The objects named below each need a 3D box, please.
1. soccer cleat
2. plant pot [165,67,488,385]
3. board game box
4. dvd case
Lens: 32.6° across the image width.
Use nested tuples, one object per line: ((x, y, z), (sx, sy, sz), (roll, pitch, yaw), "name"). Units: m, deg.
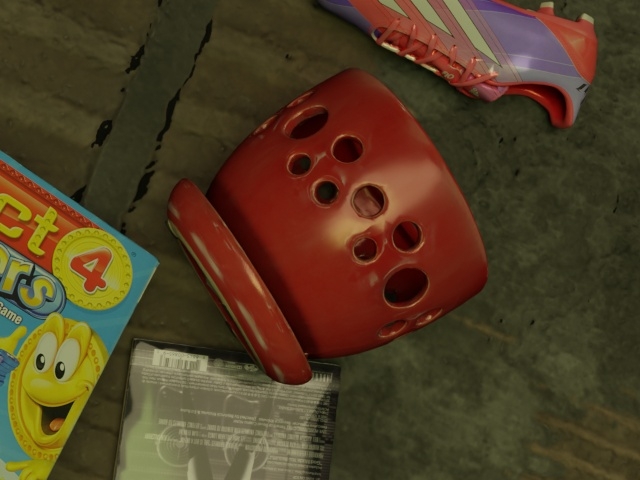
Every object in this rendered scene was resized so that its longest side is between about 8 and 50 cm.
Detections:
((0.110, -0.162, 0.889), (0.248, 0.083, 0.095), (12, 84, -14), "soccer cleat")
((0.000, 0.000, 0.784), (0.174, 0.191, 0.191), (-34, 91, -9), "plant pot")
((-0.297, 0.057, 0.671), (0.308, 0.086, 0.302), (36, 53, -19), "board game box")
((-0.076, 0.194, 0.826), (0.164, 0.018, 0.221), (9, 80, -13), "dvd case")
